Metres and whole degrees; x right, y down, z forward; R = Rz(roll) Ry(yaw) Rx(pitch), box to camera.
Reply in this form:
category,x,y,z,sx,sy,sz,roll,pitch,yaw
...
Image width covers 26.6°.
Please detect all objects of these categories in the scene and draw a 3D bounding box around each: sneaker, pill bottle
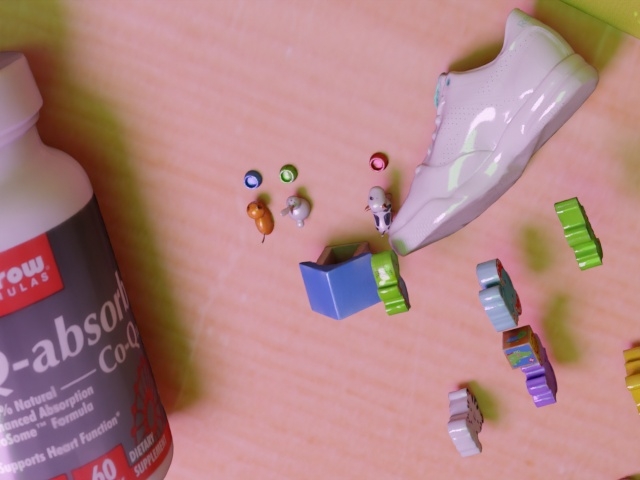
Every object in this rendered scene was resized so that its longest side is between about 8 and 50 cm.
category,x,y,z,sx,sy,sz,roll,pitch,yaw
sneaker,0.110,-0.080,1.016,0.094,0.080,0.212,49,120,14
pill bottle,-0.263,0.049,1.079,0.210,0.210,0.363,-9,110,18

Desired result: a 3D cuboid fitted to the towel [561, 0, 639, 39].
category,x,y,z,sx,sy,sz,roll,pitch,yaw
towel,0.148,-0.237,0.962,0.237,0.021,0.102,26,122,1

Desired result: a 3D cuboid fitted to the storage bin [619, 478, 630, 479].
category,x,y,z,sx,sy,sz,roll,pitch,yaw
storage bin,0.234,0.281,1.121,0.135,0.098,0.091,-37,110,25

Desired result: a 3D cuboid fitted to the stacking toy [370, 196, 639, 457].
category,x,y,z,sx,sy,sz,roll,pitch,yaw
stacking toy,0.153,0.068,1.045,0.167,0.052,0.221,-16,123,20

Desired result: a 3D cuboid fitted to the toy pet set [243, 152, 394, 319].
category,x,y,z,sx,sy,sz,roll,pitch,yaw
toy pet set,0.000,0.000,1.072,0.122,0.065,0.114,-8,110,18
